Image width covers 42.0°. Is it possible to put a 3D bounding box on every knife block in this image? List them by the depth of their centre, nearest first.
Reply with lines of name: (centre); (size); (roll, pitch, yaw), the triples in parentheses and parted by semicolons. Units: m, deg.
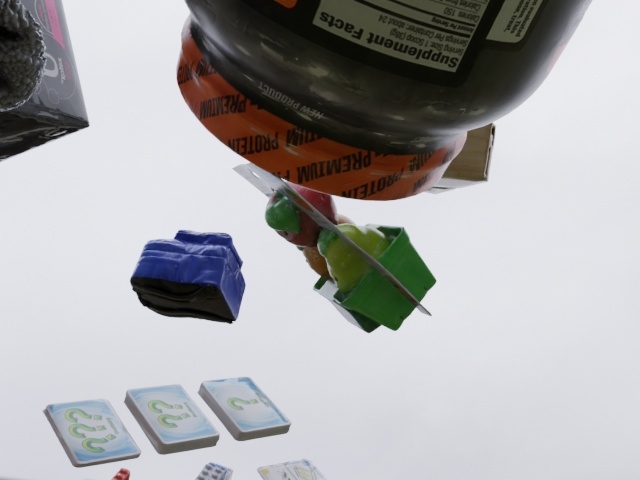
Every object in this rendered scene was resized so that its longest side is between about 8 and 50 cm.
knife block: (0.109, -0.144, 1.313); (0.242, 0.088, 0.275); (11, -6, -17)

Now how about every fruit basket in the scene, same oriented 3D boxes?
fruit basket: (0.000, 0.000, 1.358); (0.353, 0.327, 0.165); (35, -95, -12)

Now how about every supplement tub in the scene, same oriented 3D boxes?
supplement tub: (0.054, -0.196, 0.371); (0.207, 0.207, 0.338); (13, -52, -17)

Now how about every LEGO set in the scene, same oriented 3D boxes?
LEGO set: (-0.069, 0.157, 0.586); (0.182, 0.244, 0.060); (0, -66, -35)

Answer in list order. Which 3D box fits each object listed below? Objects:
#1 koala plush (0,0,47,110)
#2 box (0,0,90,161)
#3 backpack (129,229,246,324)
koala plush: (-0.341, -0.129, 0.619); (0.196, 0.221, 0.203); (25, -26, 33)
box: (-0.418, -0.169, 0.927); (0.270, 0.165, 0.143); (-16, -6, 21)
backpack: (-0.156, 0.041, 0.988); (0.120, 0.101, 0.098); (1, -39, 13)
